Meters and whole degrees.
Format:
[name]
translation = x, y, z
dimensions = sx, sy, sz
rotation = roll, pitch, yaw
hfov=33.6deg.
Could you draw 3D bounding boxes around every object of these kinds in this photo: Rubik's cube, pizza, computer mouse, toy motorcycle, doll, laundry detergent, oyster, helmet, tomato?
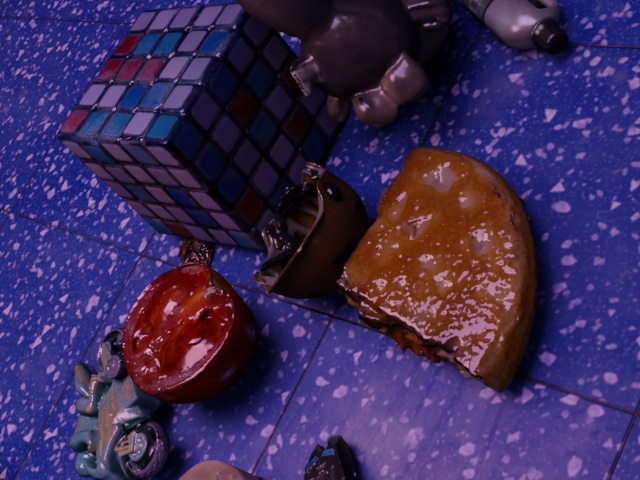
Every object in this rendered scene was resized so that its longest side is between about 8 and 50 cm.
[Rubik's cube]
translation = -0.189, -0.185, 1.723
dimensions = 0.292, 0.293, 0.287
rotation = 7, 60, 44
[pizza]
translation = 0.160, 0.038, 1.413
dimensions = 0.278, 0.114, 0.409
rotation = -33, 44, 16
[computer mouse]
translation = 0.015, 0.316, 1.388
dimensions = 0.079, 0.047, 0.135
rotation = -37, 32, 22
[toy motorcycle]
translation = -0.322, 0.280, 1.672
dimensions = 0.198, 0.109, 0.296
rotation = -45, 43, 21
[doll]
translation = 0.053, -0.385, 1.618
dimensions = 0.252, 0.378, 0.382
rotation = -25, 25, 25
[laundry detergent]
translation = 0.300, -0.345, 1.599
dimensions = 0.099, 0.070, 0.225
rotation = -30, 42, -4
[oyster]
translation = -0.212, 0.026, 1.801
dimensions = 0.086, 0.029, 0.132
rotation = -42, 39, 9
[helmet]
translation = 0.000, 0.000, 1.548
dimensions = 0.198, 0.130, 0.224
rotation = -58, 19, 28
[tomato]
translation = -0.185, 0.157, 1.603
dimensions = 0.200, 0.139, 0.233
rotation = -42, 40, 3

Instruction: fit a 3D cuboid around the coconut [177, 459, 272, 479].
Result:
[coconut]
translation = -0.133, 0.368, 1.374
dimensions = 0.171, 0.183, 0.171
rotation = -20, 54, 30
